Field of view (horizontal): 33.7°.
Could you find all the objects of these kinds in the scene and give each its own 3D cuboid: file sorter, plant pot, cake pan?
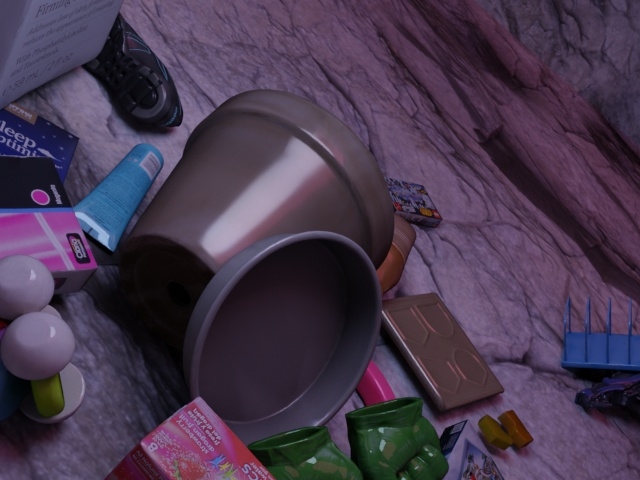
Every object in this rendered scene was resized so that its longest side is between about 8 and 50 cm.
[{"bbox_3d":[0.552,0.172,2.019,0.170,0.104,0.118,1,25,18],"label":"file sorter"},{"bbox_3d":[-0.109,-0.001,1.404,0.323,0.323,0.280,44,47,3],"label":"plant pot"},{"bbox_3d":[-0.048,0.120,1.285,0.293,0.293,0.054,8,13,-44],"label":"cake pan"}]

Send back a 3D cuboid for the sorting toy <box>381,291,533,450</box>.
[{"bbox_3d":[0.214,0.219,1.726,0.229,0.041,0.307,0,50,-55],"label":"sorting toy"}]

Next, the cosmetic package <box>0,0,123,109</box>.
[{"bbox_3d":[-0.434,-0.447,1.421,0.327,0.394,0.329,34,32,1],"label":"cosmetic package"}]

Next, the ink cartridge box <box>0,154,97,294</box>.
[{"bbox_3d":[-0.447,-0.015,1.193,0.371,0.069,0.176,-5,59,-44],"label":"ink cartridge box"}]

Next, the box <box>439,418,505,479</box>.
[{"bbox_3d":[0.197,0.375,1.458,0.159,0.044,0.233,59,30,-7],"label":"box"}]

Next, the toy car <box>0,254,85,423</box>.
[{"bbox_3d":[-0.337,0.116,1.132,0.136,0.159,0.182,-18,60,-17],"label":"toy car"}]

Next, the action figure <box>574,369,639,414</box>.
[{"bbox_3d":[0.637,0.334,2.012,0.341,0.178,0.330,-10,46,-18],"label":"action figure"}]

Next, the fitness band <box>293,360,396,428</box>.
[{"bbox_3d":[0.034,0.251,1.456,0.209,0.054,0.291,21,38,-33],"label":"fitness band"}]

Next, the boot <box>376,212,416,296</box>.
[{"bbox_3d":[0.000,0.000,1.706,0.283,0.109,0.220,35,47,3],"label":"boot"}]

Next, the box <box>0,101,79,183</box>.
[{"bbox_3d":[-0.407,-0.122,1.430,0.136,0.036,0.225,30,32,-21],"label":"box"}]

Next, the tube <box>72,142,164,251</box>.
[{"bbox_3d":[-0.283,-0.067,1.496,0.080,0.052,0.207,33,37,-6],"label":"tube"}]

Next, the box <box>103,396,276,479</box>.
[{"bbox_3d":[-0.110,0.316,1.135,0.257,0.128,0.122,47,30,6],"label":"box"}]

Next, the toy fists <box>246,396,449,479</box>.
[{"bbox_3d":[0.040,0.292,1.297,0.279,0.096,0.142,-12,92,-34],"label":"toy fists"}]

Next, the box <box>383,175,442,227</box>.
[{"bbox_3d":[0.167,-0.076,2.044,0.137,0.027,0.094,9,45,-44],"label":"box"}]

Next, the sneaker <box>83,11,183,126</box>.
[{"bbox_3d":[-0.312,-0.280,1.706,0.267,0.101,0.106,56,12,21],"label":"sneaker"}]
